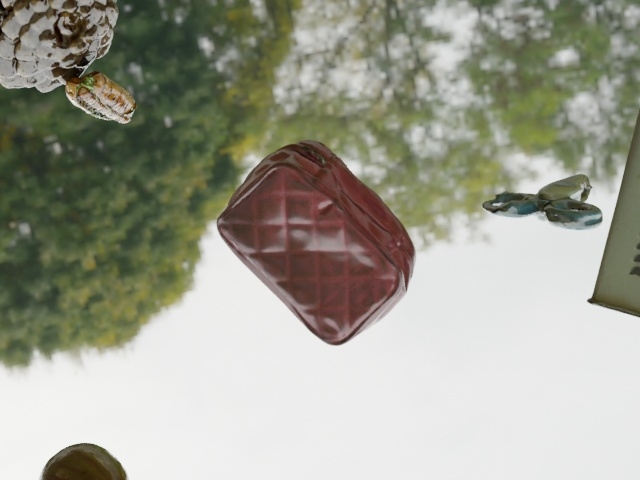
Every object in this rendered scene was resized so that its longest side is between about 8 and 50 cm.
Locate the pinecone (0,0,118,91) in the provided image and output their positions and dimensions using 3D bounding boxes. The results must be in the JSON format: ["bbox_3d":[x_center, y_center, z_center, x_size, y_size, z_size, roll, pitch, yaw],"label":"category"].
[{"bbox_3d":[-0.291,-0.250,1.361,0.179,0.184,0.204,22,-155,-46],"label":"pinecone"}]

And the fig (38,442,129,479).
[{"bbox_3d":[-0.259,0.333,1.758,0.236,0.124,0.124,10,-151,34],"label":"fig"}]

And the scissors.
[{"bbox_3d":[0.289,-0.050,1.670,0.138,0.041,0.289,7,-167,21],"label":"scissors"}]

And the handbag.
[{"bbox_3d":[0.000,0.000,1.579,0.146,0.225,0.135,-44,-177,21],"label":"handbag"}]

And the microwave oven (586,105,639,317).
[{"bbox_3d":[0.365,-0.074,0.999,0.247,0.333,0.394,13,-175,16],"label":"microwave oven"}]

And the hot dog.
[{"bbox_3d":[-0.216,-0.138,1.376,0.049,0.037,0.122,-11,168,14],"label":"hot dog"}]
